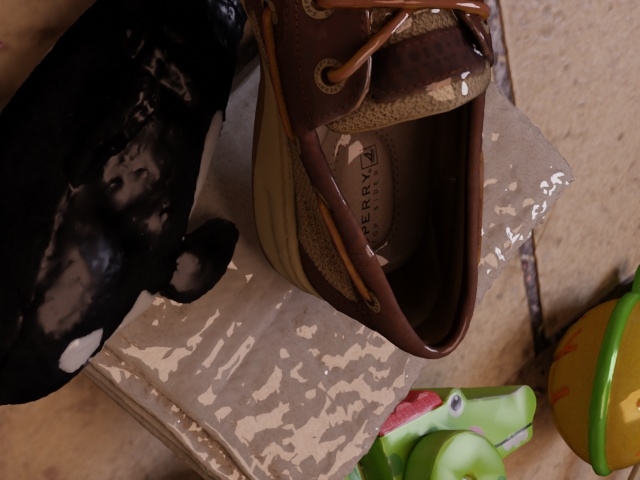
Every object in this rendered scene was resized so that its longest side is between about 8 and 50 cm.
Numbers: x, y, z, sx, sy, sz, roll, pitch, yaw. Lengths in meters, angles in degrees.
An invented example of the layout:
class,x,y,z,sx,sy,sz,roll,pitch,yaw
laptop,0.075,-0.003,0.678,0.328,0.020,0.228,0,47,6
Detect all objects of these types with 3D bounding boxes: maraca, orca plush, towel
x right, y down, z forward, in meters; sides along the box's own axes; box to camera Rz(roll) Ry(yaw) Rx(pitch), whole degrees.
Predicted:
class,x,y,z,sx,sy,sz,roll,pitch,yaw
maraca,0.224,0.094,1.021,0.185,0.099,0.127,-51,145,-53
orca plush,-0.073,-0.053,0.644,0.151,0.102,0.287,48,70,-10
towel,0.000,0.000,0.749,0.187,0.049,0.282,45,70,-12

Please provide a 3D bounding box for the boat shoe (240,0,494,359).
class,x,y,z,sx,sy,sz,roll,pitch,yaw
boat shoe,0.028,-0.091,0.583,0.123,0.123,0.342,-20,131,-23

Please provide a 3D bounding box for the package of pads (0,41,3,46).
class,x,y,z,sx,sy,sz,roll,pitch,yaw
package of pads,-0.186,-0.083,0.613,0.083,0.032,0.050,-44,129,-22

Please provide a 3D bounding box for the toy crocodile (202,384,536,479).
class,x,y,z,sx,sy,sz,roll,pitch,yaw
toy crocodile,0.000,0.152,0.817,0.341,0.115,0.105,-23,99,-36

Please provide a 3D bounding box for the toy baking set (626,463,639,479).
class,x,y,z,sx,sy,sz,roll,pitch,yaw
toy baking set,0.299,0.173,1.122,0.256,0.030,0.196,-22,130,-48
